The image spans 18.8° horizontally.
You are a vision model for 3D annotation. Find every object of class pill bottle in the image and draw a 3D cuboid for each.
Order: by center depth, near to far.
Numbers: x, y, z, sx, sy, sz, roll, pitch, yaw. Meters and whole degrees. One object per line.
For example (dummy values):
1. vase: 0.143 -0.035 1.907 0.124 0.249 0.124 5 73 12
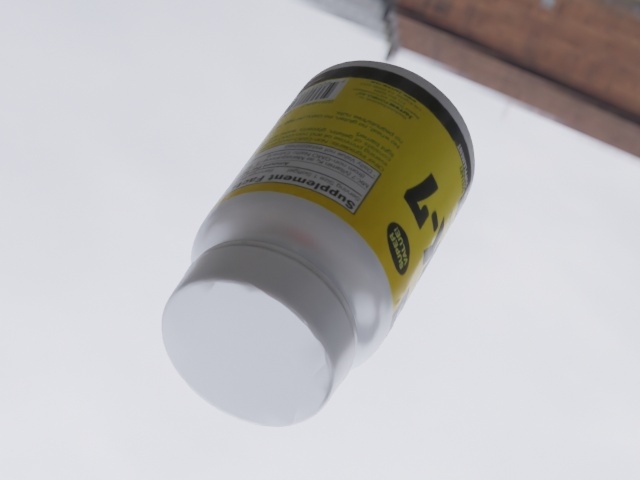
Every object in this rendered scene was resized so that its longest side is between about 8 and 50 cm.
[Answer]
1. pill bottle: 0.000 0.000 1.072 0.119 0.119 0.208 25 -137 8
